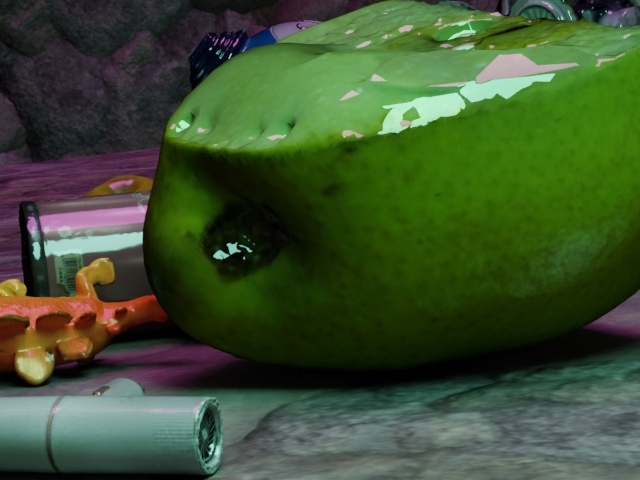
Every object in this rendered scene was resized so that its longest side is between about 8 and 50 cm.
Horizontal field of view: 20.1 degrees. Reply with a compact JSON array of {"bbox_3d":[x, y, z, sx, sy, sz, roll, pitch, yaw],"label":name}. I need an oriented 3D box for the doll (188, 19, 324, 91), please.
[{"bbox_3d":[-0.014,-0.116,1.916,0.284,0.240,0.310,35,13,-16],"label":"doll"}]

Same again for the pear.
[{"bbox_3d":[0.038,-0.021,1.169,0.318,0.238,0.342,-21,19,-24],"label":"pear"}]

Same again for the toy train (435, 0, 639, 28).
[{"bbox_3d":[0.256,-0.175,2.093,0.307,0.249,0.173,1,12,45],"label":"toy train"}]

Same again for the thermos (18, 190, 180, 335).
[{"bbox_3d":[-0.055,0.009,1.364,0.330,0.109,0.136,-6,-1,-13],"label":"thermos"}]

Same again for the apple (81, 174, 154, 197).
[{"bbox_3d":[-0.174,-0.005,1.600,0.099,0.102,0.114,5,12,45],"label":"apple"}]

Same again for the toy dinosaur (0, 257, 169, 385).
[{"bbox_3d":[-0.231,0.065,1.237,0.288,0.070,0.117,-9,7,6],"label":"toy dinosaur"}]

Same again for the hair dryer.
[{"bbox_3d":[-0.106,0.096,1.016,0.155,0.044,0.183,0,5,19],"label":"hair dryer"}]
